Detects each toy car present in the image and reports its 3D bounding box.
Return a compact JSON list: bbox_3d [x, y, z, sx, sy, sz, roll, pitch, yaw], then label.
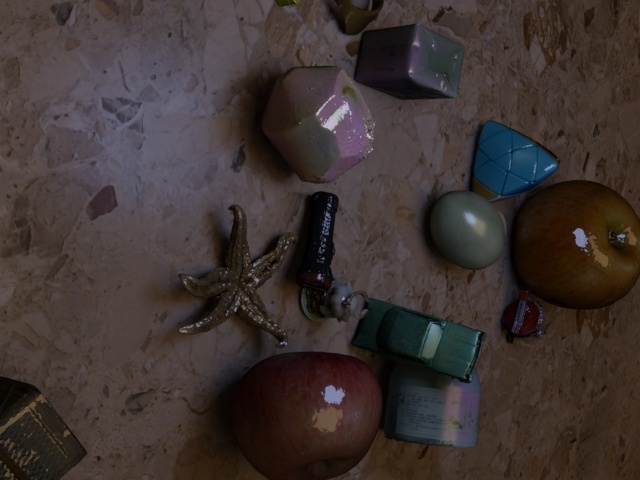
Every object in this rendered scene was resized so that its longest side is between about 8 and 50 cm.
[{"bbox_3d":[0.233,0.242,1.828,0.097,0.321,0.141,37,71,-56],"label":"toy car"}]

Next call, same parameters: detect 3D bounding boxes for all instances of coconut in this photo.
[{"bbox_3d":[-0.010,-0.268,1.633,0.233,0.233,0.245,-51,127,-23],"label":"coconut"}]

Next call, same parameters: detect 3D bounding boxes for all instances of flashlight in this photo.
[{"bbox_3d":[0.000,0.000,1.743,0.093,0.093,0.231,24,67,-38],"label":"flashlight"}]

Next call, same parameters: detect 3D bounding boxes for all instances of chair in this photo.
[{"bbox_3d":[0.124,-0.609,1.730,0.159,0.247,0.172,-31,95,-46],"label":"chair"}]

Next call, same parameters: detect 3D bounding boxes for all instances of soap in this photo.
[{"bbox_3d":[0.217,-0.429,1.819,0.182,0.199,0.138,10,91,-38],"label":"soap"}]

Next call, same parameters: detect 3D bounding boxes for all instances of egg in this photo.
[{"bbox_3d":[0.394,-0.029,2.008,0.253,0.187,0.186,47,67,-32],"label":"egg"}]

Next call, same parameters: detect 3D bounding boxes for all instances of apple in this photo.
[{"bbox_3d":[0.776,0.017,2.226,0.401,0.334,0.399,-6,100,-39],"label":"apple"},{"bbox_3d":[-0.023,0.388,1.632,0.345,0.345,0.269,17,61,-39],"label":"apple"}]

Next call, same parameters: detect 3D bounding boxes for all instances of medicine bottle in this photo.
[{"bbox_3d":[0.294,0.375,1.943,0.245,0.245,0.289,13,78,-39],"label":"medicine bottle"}]

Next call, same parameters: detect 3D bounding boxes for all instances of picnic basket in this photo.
[{"bbox_3d":[-0.536,0.337,1.262,0.139,0.267,0.165,-44,116,-35],"label":"picnic basket"}]

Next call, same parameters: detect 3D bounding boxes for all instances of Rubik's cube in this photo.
[{"bbox_3d":[0.499,-0.214,2.109,0.255,0.255,0.254,-5,98,-38],"label":"Rubik's cube"}]

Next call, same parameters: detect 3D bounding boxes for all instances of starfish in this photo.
[{"bbox_3d":[-0.166,0.099,1.634,0.375,0.094,0.327,-52,123,-31],"label":"starfish"}]

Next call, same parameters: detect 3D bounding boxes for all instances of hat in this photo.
[{"bbox_3d":[0.644,0.248,2.310,0.227,0.129,0.140,34,50,-54],"label":"hat"}]

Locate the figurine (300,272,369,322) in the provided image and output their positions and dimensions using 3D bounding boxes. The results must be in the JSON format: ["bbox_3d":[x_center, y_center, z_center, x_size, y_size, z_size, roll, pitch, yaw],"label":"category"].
[{"bbox_3d":[0.047,0.141,1.770,0.132,0.154,0.132,-5,99,-39],"label":"figurine"}]

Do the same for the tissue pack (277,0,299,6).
[{"bbox_3d":[-0.046,-0.616,1.675,0.176,0.062,0.095,-53,125,-22],"label":"tissue pack"}]

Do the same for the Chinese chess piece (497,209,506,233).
[{"bbox_3d":[0.486,-0.033,2.169,0.122,0.051,0.122,-4,97,-38],"label":"Chinese chess piece"}]
